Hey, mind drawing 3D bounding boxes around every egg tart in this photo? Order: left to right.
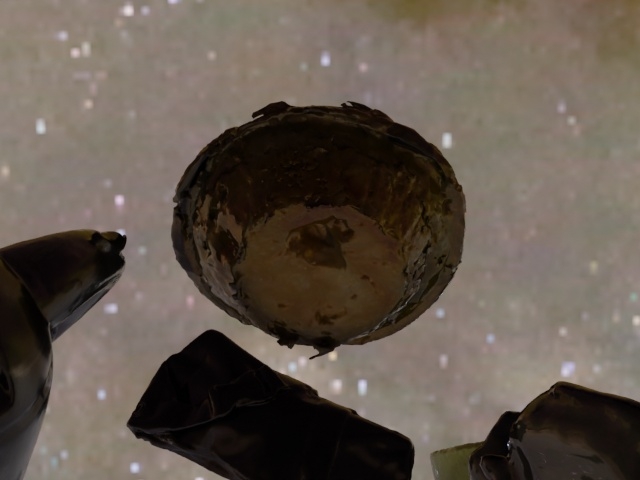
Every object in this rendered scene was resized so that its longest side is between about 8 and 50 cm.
[{"bbox_3d":[0.001,0.000,1.292,0.212,0.212,0.090,0,-149,-2],"label":"egg tart"}]

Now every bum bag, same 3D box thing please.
[{"bbox_3d":[-0.042,0.171,1.584,0.248,0.123,0.060,28,169,13],"label":"bum bag"}]

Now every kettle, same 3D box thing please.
[{"bbox_3d":[-0.259,0.095,1.146,0.321,0.228,0.324,-29,174,-47],"label":"kettle"}]

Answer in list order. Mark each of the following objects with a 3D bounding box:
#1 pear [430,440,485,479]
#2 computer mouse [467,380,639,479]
[{"bbox_3d":[0.262,0.219,1.600,0.288,0.139,0.239,-2,161,-14],"label":"pear"},{"bbox_3d":[0.246,0.229,0.862,0.145,0.228,0.429,-38,-95,-24],"label":"computer mouse"}]
